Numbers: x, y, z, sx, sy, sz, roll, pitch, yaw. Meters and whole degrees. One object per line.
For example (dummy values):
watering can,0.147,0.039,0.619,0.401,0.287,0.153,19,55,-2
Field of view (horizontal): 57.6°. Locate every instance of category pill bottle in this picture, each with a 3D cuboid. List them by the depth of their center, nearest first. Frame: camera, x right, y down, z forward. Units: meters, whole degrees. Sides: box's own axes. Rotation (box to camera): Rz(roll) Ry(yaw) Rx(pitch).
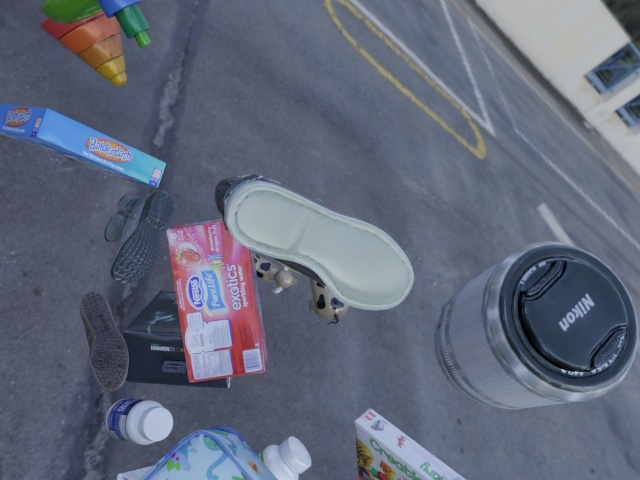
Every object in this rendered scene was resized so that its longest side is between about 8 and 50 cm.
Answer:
pill bottle,-0.284,0.286,0.920,0.067,0.120,0.067,11,74,-42
pill bottle,-0.151,0.685,1.694,0.136,0.245,0.136,49,7,-9

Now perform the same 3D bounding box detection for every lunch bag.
lunch bag,-0.106,0.321,0.606,0.219,0.176,0.090,43,-6,12

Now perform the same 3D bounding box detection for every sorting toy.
sorting toy,-0.282,-0.277,0.778,0.127,0.365,0.126,-34,112,-18

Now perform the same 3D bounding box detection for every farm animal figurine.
farm animal figurine,-0.023,0.064,1.447,0.327,0.330,0.172,61,-10,-2

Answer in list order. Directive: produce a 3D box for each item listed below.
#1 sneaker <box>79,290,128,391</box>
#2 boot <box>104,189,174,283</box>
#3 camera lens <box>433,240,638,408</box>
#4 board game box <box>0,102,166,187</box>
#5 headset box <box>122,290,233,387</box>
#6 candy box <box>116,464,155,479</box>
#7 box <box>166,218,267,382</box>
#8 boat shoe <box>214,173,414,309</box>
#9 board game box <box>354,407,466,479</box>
sneaker,-0.391,0.186,1.063,0.066,0.071,0.189,-12,69,-20
boot,-0.440,-0.006,1.337,0.083,0.161,0.247,47,50,-40
camera lens,0.311,0.139,0.883,0.219,0.274,0.220,3,70,-9
board game box,-0.376,-0.147,0.915,0.210,0.160,0.047,25,81,-52
headset box,-0.313,0.234,1.408,0.283,0.246,0.131,-80,173,-75
candy box,-0.528,0.754,1.691,0.070,0.165,0.196,19,-4,24
box,-0.170,0.094,0.986,0.122,0.128,0.257,-135,-143,-85
boat shoe,0.000,0.000,0.572,0.227,0.081,0.068,30,5,-33
board game box,0.193,0.478,1.113,0.053,0.193,0.305,-31,41,-32
